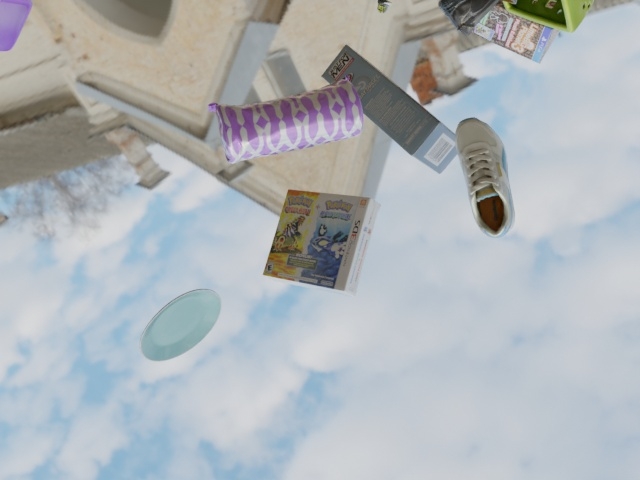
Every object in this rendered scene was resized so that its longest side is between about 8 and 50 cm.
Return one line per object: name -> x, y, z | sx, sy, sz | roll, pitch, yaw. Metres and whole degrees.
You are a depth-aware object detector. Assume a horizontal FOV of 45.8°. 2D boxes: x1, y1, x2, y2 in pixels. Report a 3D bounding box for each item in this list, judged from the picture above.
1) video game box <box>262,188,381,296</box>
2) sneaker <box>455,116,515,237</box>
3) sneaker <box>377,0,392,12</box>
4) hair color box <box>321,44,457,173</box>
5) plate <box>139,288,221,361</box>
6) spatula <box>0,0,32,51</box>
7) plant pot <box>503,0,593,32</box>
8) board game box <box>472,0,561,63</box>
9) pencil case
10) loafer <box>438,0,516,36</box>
video game box -> 0.000, 0.000, 1.467 | 0.205, 0.048, 0.187 | 8, -105, 36
sneaker -> 0.305, -0.117, 1.392 | 0.087, 0.228, 0.092 | -18, -177, 20
sneaker -> 0.155, -0.575, 1.858 | 0.035, 0.031, 0.083 | -58, 171, 20
hair color box -> 0.190, -0.345, 1.989 | 0.113, 0.185, 0.374 | -51, -120, 12
plate -> -0.278, 0.162, 1.491 | 0.188, 0.188, 0.024 | -38, -120, -13
spatula -> -0.505, -0.229, 1.144 | 0.030, 0.296, 0.084 | 29, -159, 25
plant pot -> 0.582, -0.688, 1.878 | 0.207, 0.228, 0.227 | -47, -131, -7
board game box -> 0.590, -0.707, 2.266 | 0.291, 0.141, 0.232 | 29, -117, 13
pencil case -> -0.041, -0.166, 1.029 | 0.206, 0.088, 0.086 | -15, 174, -13
loafer -> 0.241, -0.338, 0.999 | 0.170, 0.061, 0.062 | -33, -170, 13
